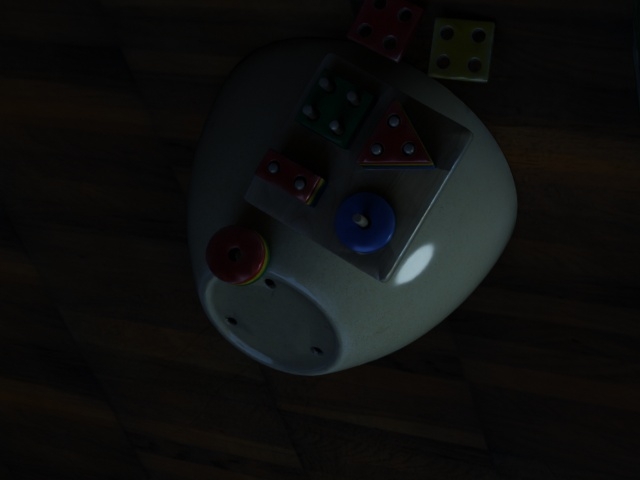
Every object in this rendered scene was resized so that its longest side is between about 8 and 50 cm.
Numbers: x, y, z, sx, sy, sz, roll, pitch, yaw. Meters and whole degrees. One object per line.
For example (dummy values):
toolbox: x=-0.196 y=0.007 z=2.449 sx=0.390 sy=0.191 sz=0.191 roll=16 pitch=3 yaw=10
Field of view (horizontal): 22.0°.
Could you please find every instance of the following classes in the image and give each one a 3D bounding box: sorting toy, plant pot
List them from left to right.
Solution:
plant pot: x=0.000 y=0.000 z=1.376 sx=0.284 sy=0.191 sz=0.284 roll=19 pitch=142 yaw=15
sorting toy: x=0.029 y=-0.066 z=1.239 sx=0.132 sy=0.274 sz=0.046 roll=31 pitch=-179 yaw=15

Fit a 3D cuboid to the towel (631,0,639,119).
towel: x=0.221 y=-0.150 z=1.009 sx=0.038 sy=0.248 sz=0.325 roll=-2 pitch=138 yaw=7
